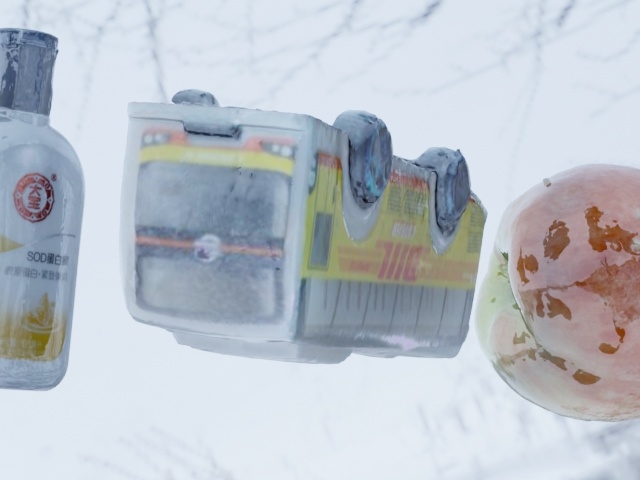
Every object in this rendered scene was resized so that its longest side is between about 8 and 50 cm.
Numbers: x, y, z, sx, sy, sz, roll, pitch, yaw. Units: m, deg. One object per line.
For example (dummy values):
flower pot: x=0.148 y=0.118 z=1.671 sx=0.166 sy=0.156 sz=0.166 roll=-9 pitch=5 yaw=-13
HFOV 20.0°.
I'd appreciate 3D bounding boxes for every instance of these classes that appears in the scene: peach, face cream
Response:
peach: x=0.246 y=0.045 z=1.493 sx=0.232 sy=0.232 sz=0.232 roll=-20 pitch=167 yaw=-5
face cream: x=-0.252 y=-0.025 z=1.474 sx=0.071 sy=0.291 sz=0.144 roll=1 pitch=172 yaw=45

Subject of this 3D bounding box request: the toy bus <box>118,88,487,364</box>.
toy bus: x=0.000 y=0.000 z=0.782 sx=0.092 sy=0.106 sz=0.268 roll=6 pitch=177 yaw=20
